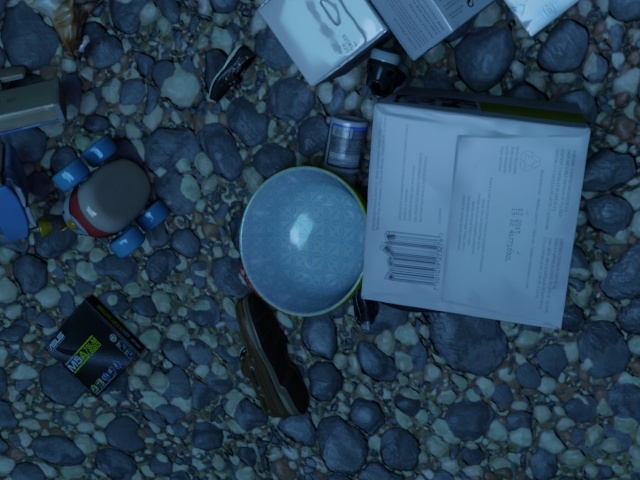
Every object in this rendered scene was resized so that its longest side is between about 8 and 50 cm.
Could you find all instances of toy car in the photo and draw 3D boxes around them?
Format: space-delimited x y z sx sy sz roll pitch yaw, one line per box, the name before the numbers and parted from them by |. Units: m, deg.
toy car | -0.501 -0.064 1.713 0.238 0.210 0.219 -26 110 34

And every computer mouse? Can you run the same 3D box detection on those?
computer mouse | 0.187 0.099 1.623 0.272 0.072 0.189 -1 105 16

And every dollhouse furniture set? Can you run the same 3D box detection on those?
dollhouse furniture set | -0.632 -0.197 1.738 0.198 0.286 0.304 -14 129 -8

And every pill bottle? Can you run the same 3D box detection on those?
pill bottle | 0.048 -0.178 1.575 0.078 0.078 0.137 13 110 12

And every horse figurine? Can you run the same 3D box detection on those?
horse figurine | -0.559 -0.523 1.651 0.263 0.066 0.174 37 107 0

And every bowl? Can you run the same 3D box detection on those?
bowl | 0.000 0.000 1.561 0.289 0.156 0.290 1 92 29

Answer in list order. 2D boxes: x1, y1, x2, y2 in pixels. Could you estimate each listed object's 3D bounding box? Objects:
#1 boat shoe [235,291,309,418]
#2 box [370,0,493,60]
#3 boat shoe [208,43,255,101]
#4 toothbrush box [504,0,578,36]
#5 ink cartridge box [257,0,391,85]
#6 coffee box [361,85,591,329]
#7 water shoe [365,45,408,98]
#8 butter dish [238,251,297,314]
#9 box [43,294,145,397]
boat shoe | -0.134 0.266 1.741 0.104 0.111 0.308 -16 103 24
box | 0.187 -0.432 1.301 0.182 0.181 0.119 53 152 -7
boat shoe | -0.183 -0.337 1.607 0.042 0.049 0.133 41 108 9
toothbrush box | 0.365 -0.536 1.351 0.216 0.126 0.296 -35 96 23
ink cartridge box | 0.029 -0.405 1.427 0.168 0.233 0.171 -35 95 22
coffee box | 0.274 -0.079 1.402 0.338 0.334 0.338 8 108 12
water shoe | 0.113 -0.301 1.449 0.072 0.203 0.080 20 95 12
butter dish | -0.094 0.077 1.672 0.160 0.118 0.160 43 113 1
box | -0.546 0.257 1.895 0.184 0.045 0.190 45 112 -3
